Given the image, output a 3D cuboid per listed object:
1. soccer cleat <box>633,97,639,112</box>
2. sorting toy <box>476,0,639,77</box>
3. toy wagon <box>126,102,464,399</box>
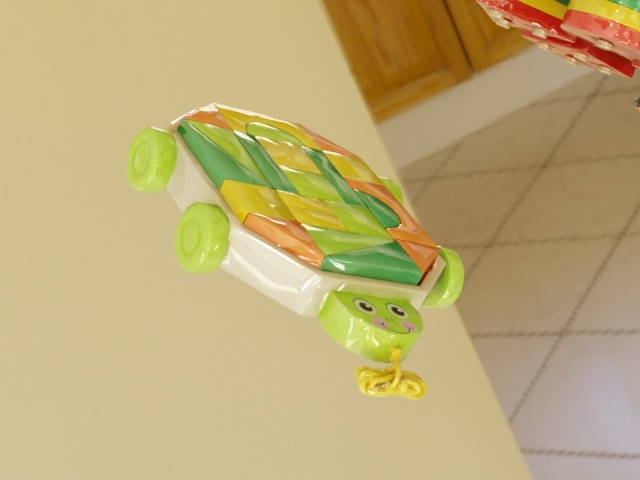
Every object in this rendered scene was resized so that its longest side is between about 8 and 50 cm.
[{"bbox_3d":[0.167,-0.046,0.597,0.083,0.036,0.029,-89,22,-53],"label":"soccer cleat"},{"bbox_3d":[0.269,-0.222,1.264,0.257,0.255,0.089,27,97,46],"label":"sorting toy"},{"bbox_3d":[0.000,0.000,1.096,0.344,0.267,0.068,52,124,46],"label":"toy wagon"}]
